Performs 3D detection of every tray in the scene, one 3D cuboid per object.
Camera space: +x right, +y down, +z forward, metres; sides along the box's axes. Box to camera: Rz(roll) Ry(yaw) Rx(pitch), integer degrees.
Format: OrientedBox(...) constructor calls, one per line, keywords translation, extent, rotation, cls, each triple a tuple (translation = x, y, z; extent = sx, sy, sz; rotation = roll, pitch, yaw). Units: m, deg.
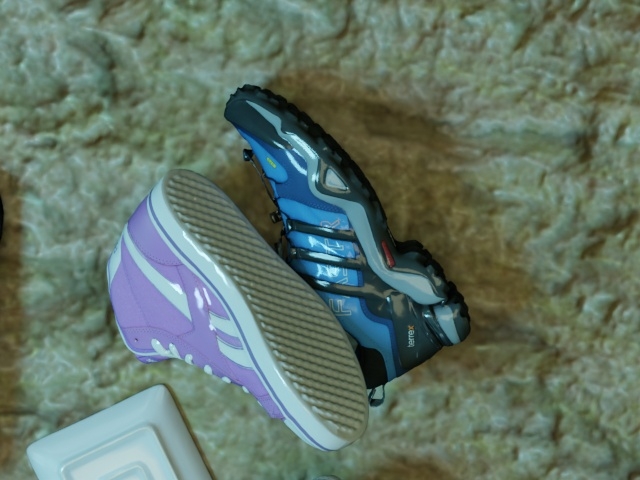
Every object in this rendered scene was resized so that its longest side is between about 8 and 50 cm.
OrientedBox(translation=(-0.152, 0.283, 1.396), extent=(0.145, 0.030, 0.270), rotation=(-26, 96, -2), cls="tray")

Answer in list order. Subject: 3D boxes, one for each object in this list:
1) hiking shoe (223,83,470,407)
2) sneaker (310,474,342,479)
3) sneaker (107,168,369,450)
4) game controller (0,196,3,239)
OrientedBox(translation=(0.000, 0.000, 1.340), extent=(0.132, 0.113, 0.304), rotation=(-39, 92, 7), cls="hiking shoe")
OrientedBox(translation=(0.003, 0.360, 1.363), extent=(0.236, 0.130, 0.322), rotation=(-50, 139, -33), cls="sneaker")
OrientedBox(translation=(-0.081, 0.090, 1.323), extent=(0.282, 0.102, 0.161), rotation=(53, 126, 15), cls="sneaker")
OrientedBox(translation=(-0.379, 0.079, 1.315), extent=(0.166, 0.067, 0.319), rotation=(15, 80, -32), cls="game controller")
